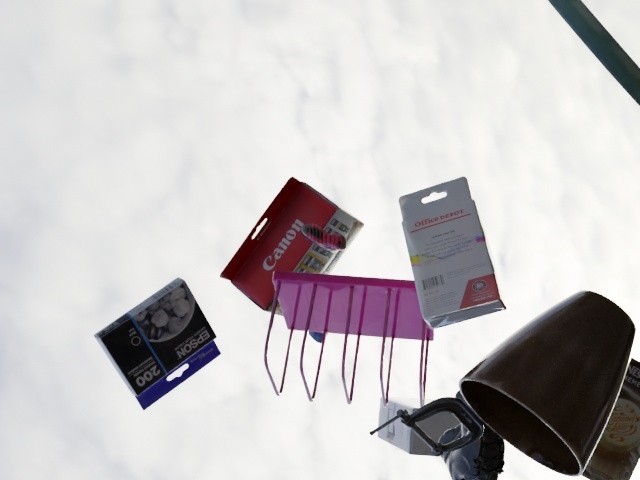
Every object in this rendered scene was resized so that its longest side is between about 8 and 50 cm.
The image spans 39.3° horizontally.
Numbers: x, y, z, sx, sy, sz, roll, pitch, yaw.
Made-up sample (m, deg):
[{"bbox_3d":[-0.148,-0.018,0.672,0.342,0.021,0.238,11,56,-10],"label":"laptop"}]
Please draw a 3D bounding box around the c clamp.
[{"bbox_3d":[0.173,0.290,1.380,0.161,0.137,0.022,41,-160,-36],"label":"c clamp"}]

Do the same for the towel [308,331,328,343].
[{"bbox_3d":[0.004,0.144,1.816,0.029,0.119,0.067,9,-159,-32],"label":"towel"}]

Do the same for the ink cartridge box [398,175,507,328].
[{"bbox_3d":[0.191,0.017,1.315,0.067,0.115,0.198,42,-145,-62],"label":"ink cartridge box"}]

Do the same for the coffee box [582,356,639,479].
[{"bbox_3d":[0.560,0.346,1.742,0.141,0.098,0.246,27,-95,-7],"label":"coffee box"}]

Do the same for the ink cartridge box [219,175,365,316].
[{"bbox_3d":[-0.065,0.025,2.198,0.130,0.309,0.272,37,-176,24],"label":"ink cartridge box"}]

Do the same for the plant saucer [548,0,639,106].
[{"bbox_3d":[0.501,-0.354,1.596,0.317,0.044,0.317,40,-156,-22],"label":"plant saucer"}]

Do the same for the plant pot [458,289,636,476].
[{"bbox_3d":[0.362,0.192,1.337,0.230,0.215,0.215,-48,-65,-16],"label":"plant pot"}]

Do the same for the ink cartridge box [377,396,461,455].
[{"bbox_3d":[0.280,0.473,2.280,0.201,0.278,0.117,6,-95,-12],"label":"ink cartridge box"}]

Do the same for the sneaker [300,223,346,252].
[{"bbox_3d":[0.000,0.000,2.074,0.119,0.057,0.047,24,-120,-25],"label":"sneaker"}]

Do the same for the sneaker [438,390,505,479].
[{"bbox_3d":[0.289,0.351,1.578,0.109,0.286,0.130,-5,-134,-10],"label":"sneaker"}]

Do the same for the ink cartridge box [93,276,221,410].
[{"bbox_3d":[-0.318,0.215,1.817,0.206,0.045,0.208,-36,-63,-20],"label":"ink cartridge box"}]

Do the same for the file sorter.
[{"bbox_3d":[0.056,0.192,1.633,0.202,0.291,0.182,78,-162,-57],"label":"file sorter"}]
